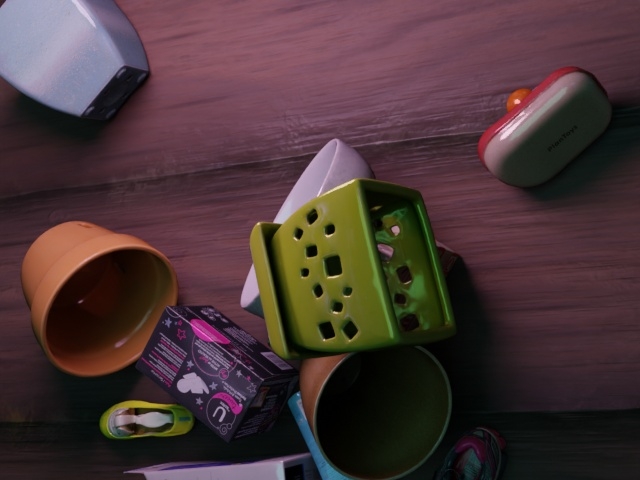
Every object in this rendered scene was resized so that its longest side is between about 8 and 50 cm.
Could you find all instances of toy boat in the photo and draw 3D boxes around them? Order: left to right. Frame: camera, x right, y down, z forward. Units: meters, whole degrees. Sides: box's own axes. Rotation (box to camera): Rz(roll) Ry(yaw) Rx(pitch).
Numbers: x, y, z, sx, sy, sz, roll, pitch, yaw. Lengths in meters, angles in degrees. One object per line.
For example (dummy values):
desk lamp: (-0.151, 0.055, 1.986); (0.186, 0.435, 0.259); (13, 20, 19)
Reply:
toy boat: (0.366, -0.205, 1.567); (0.231, 0.151, 0.151); (-42, 39, 13)

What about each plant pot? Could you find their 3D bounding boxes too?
plant pot: (-0.508, -0.385, 1.904); (0.252, 0.248, 0.247); (45, 102, 5)
plant pot: (-0.455, 0.094, 1.811); (0.203, 0.291, 0.291); (35, 98, 40)
plant pot: (0.038, 0.055, 1.293); (0.207, 0.228, 0.227); (-17, 79, 26)
plant pot: (0.059, 0.246, 1.560); (0.237, 0.237, 0.254); (-68, 23, 3)

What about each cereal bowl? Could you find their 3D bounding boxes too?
cereal bowl: (0.000, 0.000, 1.611); (0.141, 0.339, 0.339); (29, 96, -10)

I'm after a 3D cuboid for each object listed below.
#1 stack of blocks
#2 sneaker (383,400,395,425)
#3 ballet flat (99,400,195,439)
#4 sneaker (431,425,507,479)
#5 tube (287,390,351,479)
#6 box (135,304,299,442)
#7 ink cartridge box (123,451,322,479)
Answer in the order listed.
stack of blocks: (0.116, 0.059, 1.538); (0.087, 0.297, 0.171); (34, 98, 24)
sneaker: (0.128, 0.359, 1.639); (0.064, 0.061, 0.158); (16, 85, -6)
ballet flat: (-0.360, 0.357, 1.829); (0.230, 0.077, 0.077); (-7, 81, 23)
sneaker: (0.218, 0.455, 1.547); (0.120, 0.112, 0.299); (16, 91, 24)
tube: (0.008, 0.366, 1.659); (0.080, 0.052, 0.207); (-38, 59, 13)
box: (-0.190, 0.244, 1.723); (0.247, 0.163, 0.142); (34, 101, 23)
ink cartridge box: (-0.179, 0.436, 1.693); (0.332, 0.165, 0.065); (-9, 81, 23)
